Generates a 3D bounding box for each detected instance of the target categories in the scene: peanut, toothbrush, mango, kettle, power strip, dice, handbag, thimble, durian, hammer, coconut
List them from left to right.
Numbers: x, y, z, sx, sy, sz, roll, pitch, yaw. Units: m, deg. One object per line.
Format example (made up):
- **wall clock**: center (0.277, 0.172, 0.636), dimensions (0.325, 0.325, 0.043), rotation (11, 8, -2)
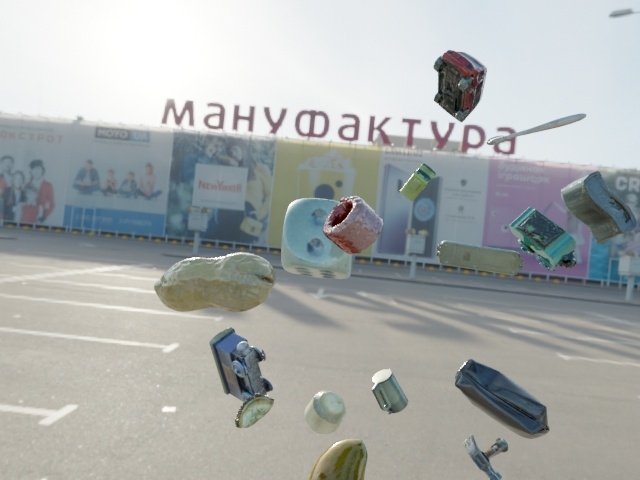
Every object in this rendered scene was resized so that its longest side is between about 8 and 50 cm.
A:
- **peanut**: center (-0.251, 0.104, 1.119), dimensions (0.313, 0.149, 0.149), rotation (-7, -4, 14)
- **durian**: center (-0.190, 0.474, 1.341), dimensions (0.130, 0.052, 0.066), rotation (-31, 62, -30)
- **dice**: center (0.000, 0.000, 1.812), dimensions (0.264, 0.263, 0.268), rotation (6, -14, 5)
- **coconut**: center (0.023, 0.912, 2.504), dimensions (0.202, 0.222, 0.202), rotation (18, 37, -14)
- **mango**: center (0.065, 0.888, 1.772), dimensions (0.211, 0.317, 0.173), rotation (1, -47, 35)
- **thimble**: center (0.101, -0.047, 1.504), dimensions (0.125, 0.163, 0.189), rotation (40, 3, -19)
- **kettle**: center (0.264, 0.603, 1.883), dimensions (0.126, 0.148, 0.098), rotation (-31, 13, -16)
- **power strip**: center (0.499, 0.054, 1.499), dimensions (0.272, 0.078, 0.052), rotation (8, 4, 4)
- **hammer**: center (0.440, 0.543, 1.217), dimensions (0.111, 0.033, 0.287), rotation (50, 14, 31)
- **handbag**: center (0.669, 0.603, 1.745), dimensions (0.342, 0.152, 0.288), rotation (32, -17, 35)
- **toothbrush**: center (0.631, -0.324, 1.378), dimensions (0.307, 0.025, 0.029), rotation (-16, 14, -3)

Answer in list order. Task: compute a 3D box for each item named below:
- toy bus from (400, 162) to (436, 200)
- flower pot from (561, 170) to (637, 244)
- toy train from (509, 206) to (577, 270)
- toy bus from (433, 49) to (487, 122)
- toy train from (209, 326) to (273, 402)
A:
- **toy bus**: center (0.451, -0.267, 2.205), dimensions (0.088, 0.101, 0.175), rotation (42, -29, 6)
- **flower pot**: center (0.896, -0.103, 1.531), dimensions (0.103, 0.229, 0.108), rotation (-36, -6, -22)
- **toy train**: center (0.645, -0.002, 1.371), dimensions (0.154, 0.107, 0.198), rotation (38, 10, -50)
- **toy bus**: center (0.294, -0.331, 0.989), dimensions (0.081, 0.089, 0.195), rotation (46, 0, 20)
- **toy train**: center (-0.297, 0.485, 1.776), dimensions (0.202, 0.300, 0.131), rotation (16, 36, 36)
